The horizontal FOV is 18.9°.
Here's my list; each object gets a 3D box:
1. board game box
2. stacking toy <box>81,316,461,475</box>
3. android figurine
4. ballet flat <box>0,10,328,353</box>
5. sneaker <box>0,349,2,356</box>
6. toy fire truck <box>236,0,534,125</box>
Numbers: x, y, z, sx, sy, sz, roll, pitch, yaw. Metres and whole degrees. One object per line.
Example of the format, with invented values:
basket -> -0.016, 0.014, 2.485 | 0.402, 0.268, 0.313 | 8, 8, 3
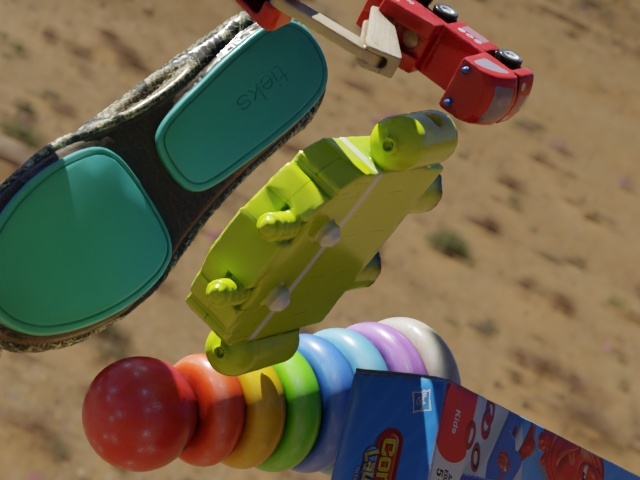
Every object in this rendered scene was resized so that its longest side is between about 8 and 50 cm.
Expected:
board game box -> 0.110, 0.284, 1.420 | 0.086, 0.308, 0.302 | 1, -18, 39
stacking toy -> -0.045, 0.130, 1.560 | 0.330, 0.141, 0.141 | 3, 25, -40
android figurine -> 0.000, 0.000, 1.427 | 0.056, 0.248, 0.273 | 44, 19, 15
ballet flat -> -0.181, -0.047, 1.741 | 0.182, 0.483, 0.164 | -13, -65, 48
sneaker -> -0.329, 0.092, 1.651 | 0.134, 0.051, 0.070 | -3, -6, 10
toy fire truck -> 0.047, -0.146, 1.382 | 0.192, 0.047, 0.135 | 39, 30, 21
